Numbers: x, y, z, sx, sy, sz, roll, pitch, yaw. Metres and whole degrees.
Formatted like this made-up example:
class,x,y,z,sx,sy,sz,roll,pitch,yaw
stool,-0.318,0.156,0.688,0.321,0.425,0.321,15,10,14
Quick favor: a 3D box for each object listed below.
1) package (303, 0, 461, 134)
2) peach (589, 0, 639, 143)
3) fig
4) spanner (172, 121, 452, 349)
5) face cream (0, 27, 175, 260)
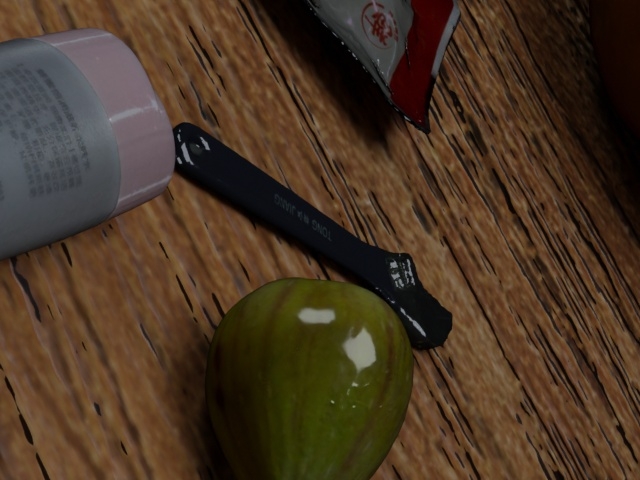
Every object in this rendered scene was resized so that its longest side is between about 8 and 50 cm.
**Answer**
class,x,y,z,sx,sy,sz,roll,pitch,yaw
package,-0.008,-0.175,1.073,0.239,0.030,0.154,49,33,-21
peach,0.335,-0.143,1.292,0.343,0.301,0.343,37,13,-11
fig,-0.015,0.098,0.853,0.093,0.093,0.166,24,78,-46
spanner,0.000,0.000,0.980,0.208,0.012,0.046,34,44,-38
face cream,-0.133,-0.033,0.774,0.198,0.057,0.084,-24,89,-60
